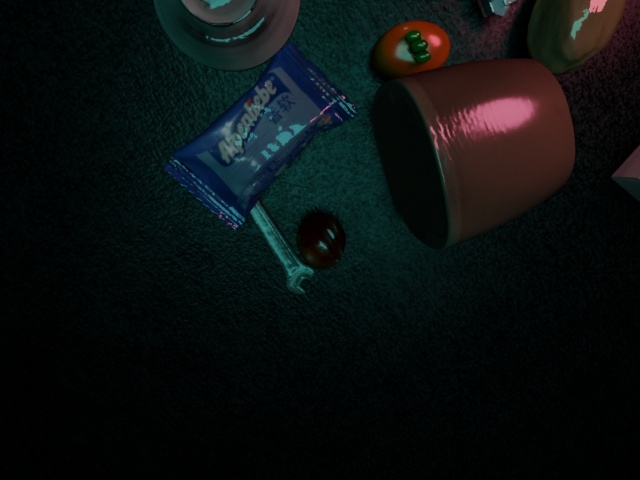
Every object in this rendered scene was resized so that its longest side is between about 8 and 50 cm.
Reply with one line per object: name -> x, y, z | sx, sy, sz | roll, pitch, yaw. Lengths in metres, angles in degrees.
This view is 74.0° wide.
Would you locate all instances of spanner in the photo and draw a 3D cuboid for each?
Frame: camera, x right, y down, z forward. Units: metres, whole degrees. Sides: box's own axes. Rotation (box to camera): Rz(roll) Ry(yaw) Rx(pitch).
spanner -> -0.104, -0.020, 0.848 | 0.071, 0.017, 0.301 | -32, 102, 6

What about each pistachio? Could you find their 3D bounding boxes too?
pistachio -> 0.431, -0.390, 0.713 | 0.136, 0.136, 0.225 | 15, 97, -4

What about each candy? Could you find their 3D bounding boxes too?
candy -> -0.108, -0.185, 0.774 | 0.187, 0.077, 0.331 | 45, 91, -4

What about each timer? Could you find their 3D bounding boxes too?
timer -> 0.155, -0.325, 0.725 | 0.136, 0.136, 0.099 | -17, 97, 4

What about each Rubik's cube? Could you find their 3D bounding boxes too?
Rubik's cube -> 0.312, -0.432, 0.723 | 0.084, 0.073, 0.075 | -43, 101, 11

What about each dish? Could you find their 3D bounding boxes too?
dish -> -0.165, -0.429, 0.715 | 0.261, 0.085, 0.260 | 0, 103, -1

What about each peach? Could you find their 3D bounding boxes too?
peach -> -0.001, 0.000, 0.815 | 0.101, 0.100, 0.100 | 0, 103, 0

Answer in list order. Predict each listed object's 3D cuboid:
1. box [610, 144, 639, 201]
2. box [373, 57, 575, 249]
box -> 0.732, -0.114, 0.779 | 0.274, 0.116, 0.203 | 34, 101, -9
box -> 0.234, -0.148, 0.684 | 0.216, 0.301, 0.300 | -19, 103, -1
